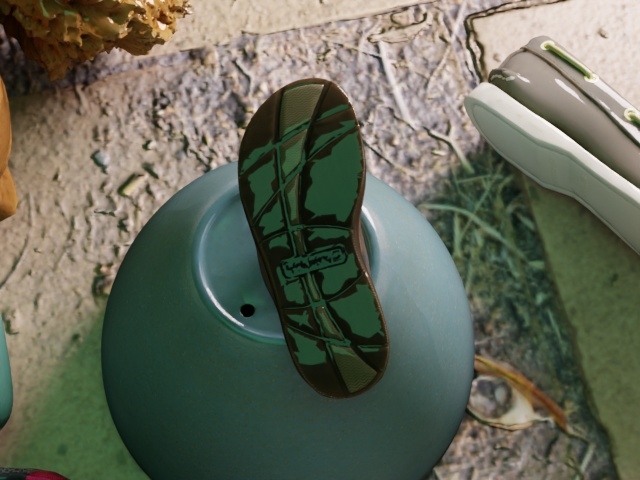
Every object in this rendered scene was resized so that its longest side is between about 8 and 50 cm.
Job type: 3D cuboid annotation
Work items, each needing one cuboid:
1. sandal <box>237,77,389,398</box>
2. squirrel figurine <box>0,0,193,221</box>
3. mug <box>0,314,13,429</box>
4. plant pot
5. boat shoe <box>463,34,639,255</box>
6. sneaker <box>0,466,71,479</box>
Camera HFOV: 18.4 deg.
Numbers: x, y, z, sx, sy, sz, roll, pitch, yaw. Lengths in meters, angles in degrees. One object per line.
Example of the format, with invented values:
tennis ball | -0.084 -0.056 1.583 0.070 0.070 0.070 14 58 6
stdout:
sandal | 0.000 0.000 1.340 0.090 0.060 0.219 -15 82 0
squirrel figurine | -0.288 -0.206 1.507 0.397 0.281 0.370 -19 58 -17
mug | -0.298 0.113 1.470 0.129 0.158 0.097 -8 84 -23
plant pot | -0.026 0.050 1.453 0.290 0.195 0.290 0 66 0
boat shoe | 0.254 -0.050 1.546 0.305 0.109 0.091 38 76 19
sneaker | -0.312 0.211 1.402 0.299 0.112 0.120 -11 70 -15
